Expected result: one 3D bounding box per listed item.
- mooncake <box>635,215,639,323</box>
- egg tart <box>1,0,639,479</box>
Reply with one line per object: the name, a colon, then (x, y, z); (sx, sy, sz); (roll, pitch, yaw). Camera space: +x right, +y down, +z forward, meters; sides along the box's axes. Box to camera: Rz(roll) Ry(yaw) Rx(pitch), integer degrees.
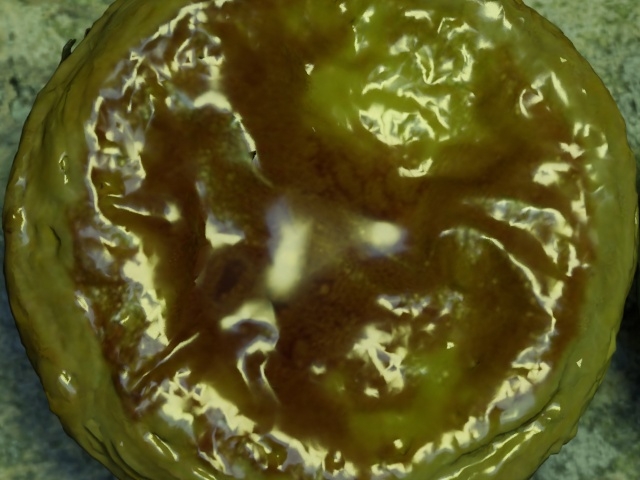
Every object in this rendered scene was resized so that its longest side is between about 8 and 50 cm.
mooncake: (0.343, 0.025, 0.977); (0.275, 0.135, 0.275); (4, 84, -43)
egg tart: (0.000, 0.000, 0.945); (0.443, 0.178, 0.443); (1, 82, -8)
